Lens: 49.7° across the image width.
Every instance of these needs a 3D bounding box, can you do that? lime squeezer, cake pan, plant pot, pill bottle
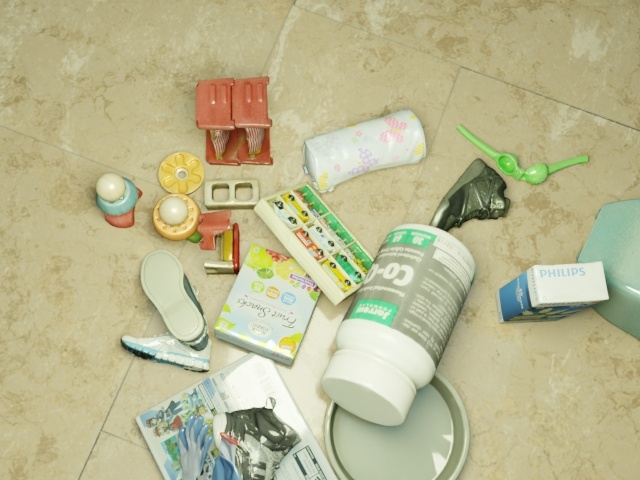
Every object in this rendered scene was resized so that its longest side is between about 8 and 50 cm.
[{"bbox_3d":[0.457,-0.188,1.575,0.310,0.059,0.110,14,75,2],"label":"lime squeezer"},{"bbox_3d":[0.153,0.387,1.409,0.293,0.054,0.293,1,75,-2],"label":"cake pan"},{"bbox_3d":[0.669,0.054,1.430,0.252,0.247,0.248,24,75,21],"label":"plant pot"},{"bbox_3d":[0.154,0.161,1.351,0.204,0.204,0.361,27,60,5],"label":"pill bottle"}]

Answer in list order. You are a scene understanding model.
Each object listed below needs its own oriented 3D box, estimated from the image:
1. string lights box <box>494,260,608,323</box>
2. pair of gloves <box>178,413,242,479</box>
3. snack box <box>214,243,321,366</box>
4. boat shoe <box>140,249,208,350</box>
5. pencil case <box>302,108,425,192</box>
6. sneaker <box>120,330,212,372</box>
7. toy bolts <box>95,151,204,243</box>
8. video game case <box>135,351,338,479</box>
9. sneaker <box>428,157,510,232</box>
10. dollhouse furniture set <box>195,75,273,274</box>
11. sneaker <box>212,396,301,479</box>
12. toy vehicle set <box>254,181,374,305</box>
[{"bbox_3d":[0.454,0.109,1.390,0.133,0.260,0.077,-3,75,-3],"label":"string lights box"},{"bbox_3d":[-0.204,0.421,1.294,0.198,0.023,0.159,13,100,41],"label":"pair of gloves"},{"bbox_3d":[-0.101,0.133,1.440,0.174,0.070,0.207,20,65,3],"label":"snack box"},{"bbox_3d":[-0.296,0.121,1.432,0.095,0.079,0.254,-33,53,-12],"label":"boat shoe"},{"bbox_3d":[0.096,-0.200,1.533,0.273,0.113,0.124,-19,84,-7],"label":"pencil case"},{"bbox_3d":[-0.315,0.214,1.435,0.190,0.071,0.083,15,67,-6],"label":"sneaker"},{"bbox_3d":[-0.359,-0.111,1.465,0.228,0.158,0.218,6,75,-1],"label":"toy bolts"},{"bbox_3d":[-0.166,0.427,1.394,0.300,0.036,0.329,-28,79,-9],"label":"video game case"},{"bbox_3d":[0.331,-0.066,1.520,0.130,0.087,0.227,38,71,14],"label":"sneaker"},{"bbox_3d":[-0.175,-0.130,1.457,0.152,0.201,0.374,-2,74,-3],"label":"dollhouse furniture set"},{"bbox_3d":[-0.097,0.435,1.322,0.153,0.101,0.269,-23,75,-5],"label":"sneaker"},{"bbox_3d":[0.000,0.000,1.464,0.267,0.035,0.166,49,37,9],"label":"toy vehicle set"}]
